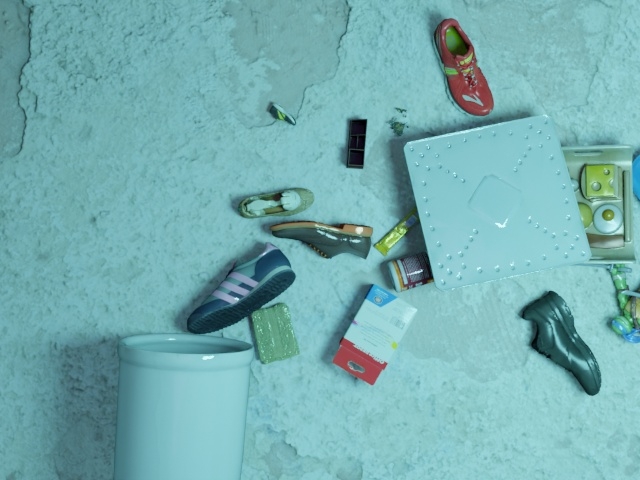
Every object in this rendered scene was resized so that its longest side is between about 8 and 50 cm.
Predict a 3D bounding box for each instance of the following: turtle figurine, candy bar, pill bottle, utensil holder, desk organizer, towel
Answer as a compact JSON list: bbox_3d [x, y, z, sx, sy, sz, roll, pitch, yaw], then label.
[{"bbox_3d":[0.837,0.105,1.835,0.266,0.198,0.275,-34,94,-7],"label":"turtle figurine"},{"bbox_3d":[0.214,-0.027,1.922,0.161,0.018,0.040,-45,92,-2],"label":"candy bar"},{"bbox_3d":[0.257,0.076,1.885,0.152,0.086,0.086,-17,88,-1],"label":"pill bottle"},{"bbox_3d":[-0.336,0.439,1.754,0.327,0.327,0.386,4,91,0],"label":"utensil holder"},{"bbox_3d":[0.097,-0.258,1.913,0.047,0.050,0.130,4,88,-1],"label":"desk organizer"},{"bbox_3d":[-0.122,0.246,1.904,0.110,0.027,0.148,-15,89,0],"label":"towel"}]

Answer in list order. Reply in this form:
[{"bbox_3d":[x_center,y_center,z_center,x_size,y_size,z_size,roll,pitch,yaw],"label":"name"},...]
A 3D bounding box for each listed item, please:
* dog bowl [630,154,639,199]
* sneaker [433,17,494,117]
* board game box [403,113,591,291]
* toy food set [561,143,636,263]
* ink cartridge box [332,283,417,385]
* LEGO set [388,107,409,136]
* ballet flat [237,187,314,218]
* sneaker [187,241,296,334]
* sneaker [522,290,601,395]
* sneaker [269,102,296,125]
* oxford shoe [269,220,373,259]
[{"bbox_3d":[0.920,-0.100,1.861,0.166,0.074,0.297,-28,68,11],"label":"dog bowl"},{"bbox_3d":[0.372,-0.451,1.888,0.107,0.118,0.279,-27,88,-1],"label":"sneaker"},{"bbox_3d":[0.438,-0.095,1.818,0.389,0.050,0.390,-12,79,0],"label":"board game box"},{"bbox_3d":[0.691,-0.092,1.857,0.219,0.092,0.306,-1,86,18],"label":"toy food set"},{"bbox_3d":[0.138,0.244,1.881,0.134,0.078,0.231,30,88,1],"label":"ink cartridge box"},{"bbox_3d":[0.212,-0.313,1.934,0.054,0.023,0.083,28,75,-2],"label":"LEGO set"},{"bbox_3d":[-0.116,-0.095,1.896,0.206,0.067,0.073,-13,88,-1],"label":"ballet flat"},{"bbox_3d":[-0.220,0.126,1.886,0.319,0.112,0.131,-30,58,4],"label":"sneaker"},{"bbox_3d":[0.628,0.280,1.883,0.130,0.109,0.286,-28,79,5],"label":"sneaker"},{"bbox_3d":[-0.101,-0.331,1.927,0.083,0.031,0.035,42,102,5],"label":"sneaker"},{"bbox_3d":[0.000,0.000,1.883,0.271,0.097,0.098,5,94,0],"label":"oxford shoe"}]
